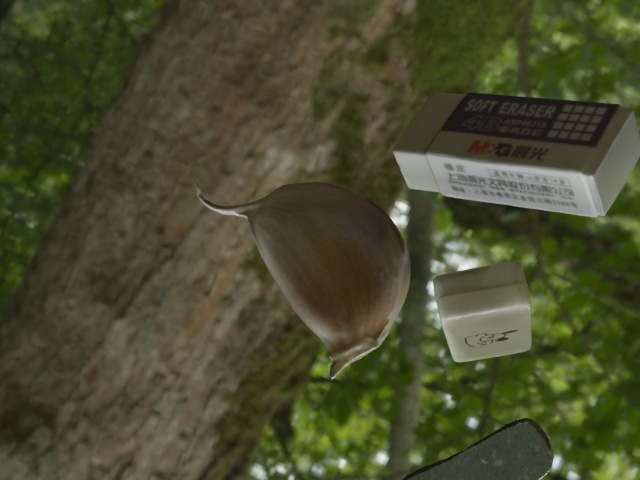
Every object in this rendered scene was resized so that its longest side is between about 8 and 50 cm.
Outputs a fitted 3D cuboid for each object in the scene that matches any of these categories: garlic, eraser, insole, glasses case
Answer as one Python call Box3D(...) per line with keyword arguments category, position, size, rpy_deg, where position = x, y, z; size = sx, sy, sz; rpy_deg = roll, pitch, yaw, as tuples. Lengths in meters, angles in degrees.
Box3D(category="garlic", position=(-0.001, -0.004, 1.247), size=(0.266, 0.128, 0.148), rpy_deg=(46, -142, 13))
Box3D(category="eraser", position=(0.240, -0.111, 1.408), size=(0.279, 0.124, 0.081), rpy_deg=(11, 143, 38))
Box3D(category="insole", position=(0.103, 0.195, 0.877), size=(0.010, 0.192, 0.063), rpy_deg=(-13, -114, -53))
Box3D(category="glasses case", position=(0.248, 0.113, 1.712), size=(0.131, 0.070, 0.313), rpy_deg=(-11, 161, 7))
